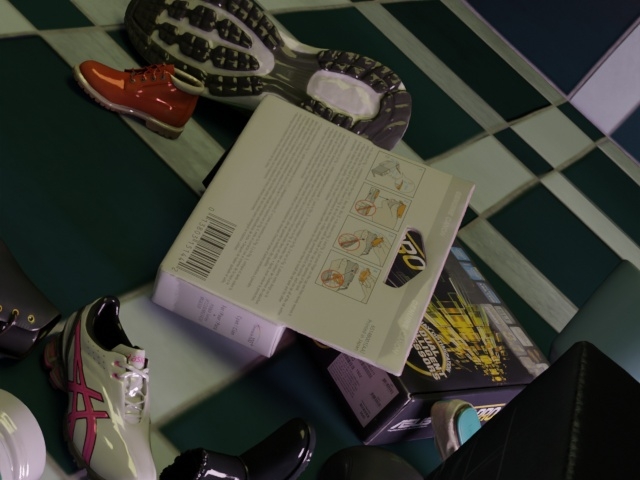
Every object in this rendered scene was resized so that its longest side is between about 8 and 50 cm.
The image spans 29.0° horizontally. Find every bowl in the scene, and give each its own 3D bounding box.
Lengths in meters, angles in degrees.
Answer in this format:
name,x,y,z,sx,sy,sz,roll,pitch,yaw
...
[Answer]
name,x,y,z,sx,sy,sz,roll,pitch,yaw
bowl,0.396,0.196,1.552,0.311,0.163,0.311,57,6,-10

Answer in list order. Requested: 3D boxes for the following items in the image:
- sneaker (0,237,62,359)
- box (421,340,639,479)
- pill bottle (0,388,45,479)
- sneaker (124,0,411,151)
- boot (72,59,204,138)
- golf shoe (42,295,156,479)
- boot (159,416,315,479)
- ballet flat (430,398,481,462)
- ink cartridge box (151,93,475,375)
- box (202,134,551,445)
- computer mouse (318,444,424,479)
name,x,y,z,sx,sy,sz,roll,pitch,yaw
sneaker,-0.294,0.056,0.993,0.118,0.083,0.222,43,24,4
box,0.030,0.369,0.477,0.297,0.472,0.480,40,25,-3
pill bottle,-0.275,0.168,0.799,0.117,0.117,0.208,45,25,9
sneaker,-0.084,-0.212,1.699,0.410,0.158,0.182,28,-16,0
boot,-0.218,-0.192,1.495,0.158,0.084,0.059,23,32,-30
golf shoe,-0.176,0.129,1.035,0.067,0.086,0.186,14,38,-46
boot,-0.073,0.190,1.044,0.099,0.121,0.045,22,28,-45
ballet flat,0.152,0.243,1.293,0.057,0.052,0.168,-20,104,-40
ink cartridge box,0.000,0.000,1.316,0.261,0.066,0.296,25,49,3
box,0.075,0.055,1.482,0.318,0.097,0.395,7,42,-50
computer mouse,0.066,0.280,1.138,0.188,0.072,0.272,30,27,-19
